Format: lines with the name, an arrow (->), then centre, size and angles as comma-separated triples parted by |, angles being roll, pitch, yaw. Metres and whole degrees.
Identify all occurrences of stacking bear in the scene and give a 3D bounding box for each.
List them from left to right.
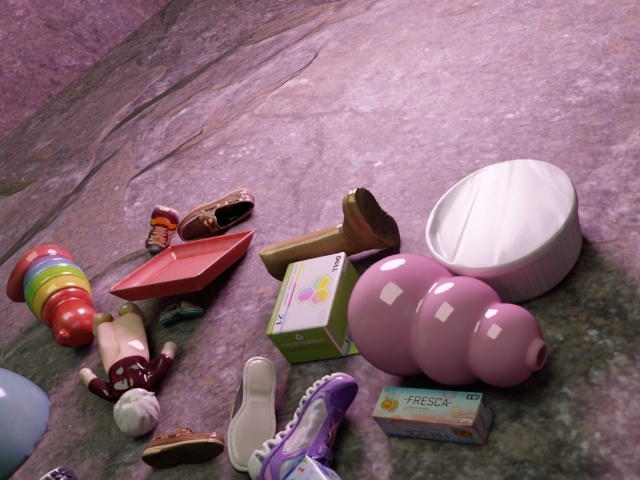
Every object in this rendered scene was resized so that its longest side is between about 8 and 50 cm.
stacking bear -> -0.616, 0.149, 2.103 | 0.175, 0.164, 0.289 | -2, 32, -36

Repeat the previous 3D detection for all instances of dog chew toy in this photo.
dog chew toy -> 0.207, 0.141, 1.425 | 0.332, 0.206, 0.206 | 14, 57, 38

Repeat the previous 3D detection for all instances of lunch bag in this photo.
lunch bag -> -0.021, 0.429, 1.352 | 0.151, 0.096, 0.129 | -51, 38, 1

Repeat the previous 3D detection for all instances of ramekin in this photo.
ramekin -> 0.331, -0.008, 1.552 | 0.273, 0.127, 0.273 | -21, 38, 17

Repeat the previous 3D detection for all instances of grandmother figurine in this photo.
grandmother figurine -> -0.395, 0.269, 1.837 | 0.208, 0.104, 0.342 | -28, 38, 2

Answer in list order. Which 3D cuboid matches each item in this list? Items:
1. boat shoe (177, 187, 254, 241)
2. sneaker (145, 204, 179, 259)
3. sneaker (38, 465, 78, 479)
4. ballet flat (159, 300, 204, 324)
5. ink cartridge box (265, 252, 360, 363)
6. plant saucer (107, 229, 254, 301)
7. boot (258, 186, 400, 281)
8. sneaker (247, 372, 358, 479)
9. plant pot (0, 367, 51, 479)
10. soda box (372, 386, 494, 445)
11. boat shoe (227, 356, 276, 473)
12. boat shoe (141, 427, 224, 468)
boat shoe -> -0.253, -0.056, 2.124 | 0.207, 0.073, 0.073 | -32, 32, 3
sneaker -> -0.385, -0.015, 2.128 | 0.069, 0.185, 0.084 | 15, 62, -5
sneaker -> -0.567, 0.540, 1.641 | 0.122, 0.110, 0.283 | -1, 46, 43
ballet flat -> -0.309, 0.155, 1.944 | 0.114, 0.041, 0.041 | -18, 38, 23
ink cartridge box -> 0.048, 0.117, 1.658 | 0.255, 0.097, 0.189 | -13, 40, 28
plant saucer -> -0.304, 0.063, 1.983 | 0.258, 0.048, 0.259 | -11, 17, 30
boot -> 0.000, 0.000, 1.743 | 0.269, 0.236, 0.089 | -17, 62, 19
sneaker -> -0.008, 0.330, 1.463 | 0.236, 0.095, 0.104 | -49, 44, -12
plant pot -> -0.766, 0.381, 1.912 | 0.290, 0.195, 0.290 | -21, 37, 17
soda box -> 0.177, 0.277, 1.397 | 0.183, 0.058, 0.063 | -2, 46, 36
boat shoe -> -0.121, 0.321, 1.579 | 0.081, 0.068, 0.228 | 13, 48, -4
boat shoe -> -0.252, 0.373, 1.622 | 0.178, 0.064, 0.060 | -16, 40, 28
